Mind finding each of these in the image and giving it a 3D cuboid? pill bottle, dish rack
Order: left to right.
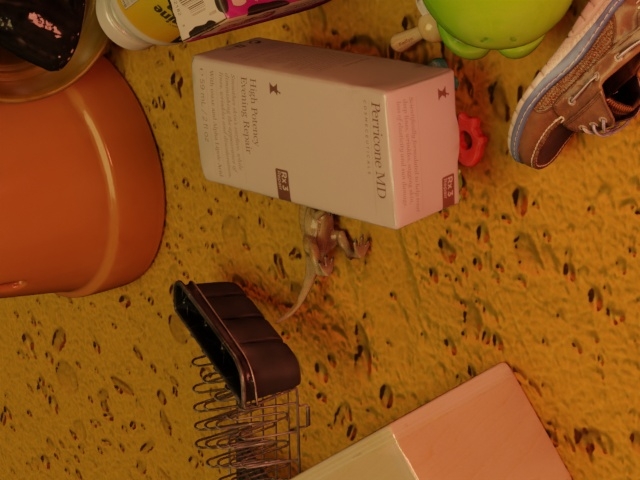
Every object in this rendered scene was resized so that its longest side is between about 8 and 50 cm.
[{"bbox_3d":[-0.130,-0.239,1.416,0.184,0.103,0.103,-24,89,51],"label":"pill bottle"},{"bbox_3d":[-0.075,0.189,1.528,0.208,0.074,0.271,-132,36,-58],"label":"dish rack"}]

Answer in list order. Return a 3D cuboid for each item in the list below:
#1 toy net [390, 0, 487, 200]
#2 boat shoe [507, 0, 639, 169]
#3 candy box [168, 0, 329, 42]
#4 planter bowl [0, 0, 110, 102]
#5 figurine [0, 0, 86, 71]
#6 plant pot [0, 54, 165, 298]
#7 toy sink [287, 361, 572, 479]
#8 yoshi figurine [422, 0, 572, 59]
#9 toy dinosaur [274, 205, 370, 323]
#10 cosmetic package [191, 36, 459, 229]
[{"bbox_3d":[0.090,-0.136,1.260,0.122,0.045,0.232,41,134,30],"label":"toy net"},{"bbox_3d":[0.199,-0.111,1.133,0.066,0.066,0.183,47,136,21],"label":"boat shoe"},{"bbox_3d":[-0.077,-0.298,1.287,0.071,0.159,0.233,-18,94,49],"label":"candy box"},{"bbox_3d":[-0.317,-0.253,1.555,0.090,0.217,0.217,29,129,56],"label":"planter bowl"},{"bbox_3d":[-0.306,-0.292,1.448,0.092,0.209,0.215,27,98,61],"label":"figurine"},{"bbox_3d":[-0.333,-0.059,1.652,0.291,0.203,0.291,22,122,41],"label":"plant pot"},{"bbox_3d":[0.077,0.225,1.358,0.234,0.153,0.131,-37,79,49],"label":"toy sink"},{"bbox_3d":[0.123,-0.283,1.047,0.203,0.203,0.362,15,121,37],"label":"yoshi figurine"},{"bbox_3d":[0.000,0.000,1.435,0.092,0.053,0.183,30,122,56],"label":"toy dinosaur"},{"bbox_3d":[0.001,-0.093,1.279,0.231,0.085,0.117,15,119,44],"label":"cosmetic package"}]
